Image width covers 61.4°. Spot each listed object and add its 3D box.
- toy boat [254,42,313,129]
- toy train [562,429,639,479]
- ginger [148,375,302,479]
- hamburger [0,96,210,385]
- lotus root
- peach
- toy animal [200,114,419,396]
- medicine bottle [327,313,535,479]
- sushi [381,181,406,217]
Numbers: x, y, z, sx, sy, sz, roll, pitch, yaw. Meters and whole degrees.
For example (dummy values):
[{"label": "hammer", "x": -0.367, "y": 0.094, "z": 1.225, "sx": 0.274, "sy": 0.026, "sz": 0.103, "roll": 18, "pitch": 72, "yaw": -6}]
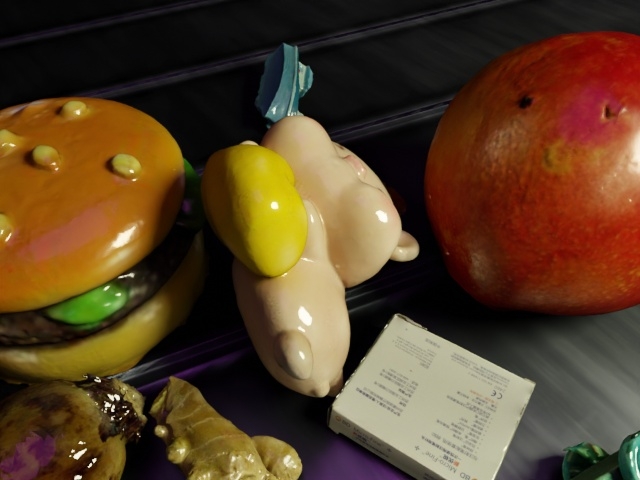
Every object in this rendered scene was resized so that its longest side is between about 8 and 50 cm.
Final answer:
[{"label": "toy boat", "x": -0.070, "y": -0.303, "z": 1.124, "sx": 0.098, "sy": 0.109, "sz": 0.238, "roll": 30, "pitch": 47, "yaw": -31}, {"label": "toy train", "x": 0.265, "y": 0.308, "z": 0.505, "sx": 0.298, "sy": 0.120, "sz": 0.194, "roll": -17, "pitch": 68, "yaw": -22}, {"label": "ginger", "x": -0.129, "y": 0.239, "z": 0.615, "sx": 0.205, "sy": 0.081, "sz": 0.115, "roll": 20, "pitch": 40, "yaw": 21}, {"label": "hamburger", "x": -0.349, "y": -0.029, "z": 0.750, "sx": 0.396, "sy": 0.277, "sz": 0.396, "roll": -1, "pitch": 48, "yaw": 1}, {"label": "lotus root", "x": -0.324, "y": 0.257, "z": 0.570, "sx": 0.169, "sy": 0.141, "sz": 0.314, "roll": 31, "pitch": 56, "yaw": 33}, {"label": "peach", "x": 0.322, "y": -0.073, "z": 0.713, "sx": 0.388, "sy": 0.388, "sz": 0.388, "roll": -2, "pitch": 47, "yaw": 2}, {"label": "toy animal", "x": 0.003, "y": -0.005, "z": 0.656, "sx": 0.247, "sy": 0.277, "sz": 0.345, "roll": -19, "pitch": 70, "yaw": -12}, {"label": "medicine bottle", "x": 0.135, "y": 0.199, "z": 0.660, "sx": 0.201, "sy": 0.052, "sz": 0.171, "roll": 24, "pitch": 52, "yaw": 23}, {"label": "sushi", "x": -0.032, "y": -0.062, "z": 0.874, "sx": 0.332, "sy": 0.130, "sz": 0.124, "roll": 21, "pitch": 46, "yaw": 14}]
